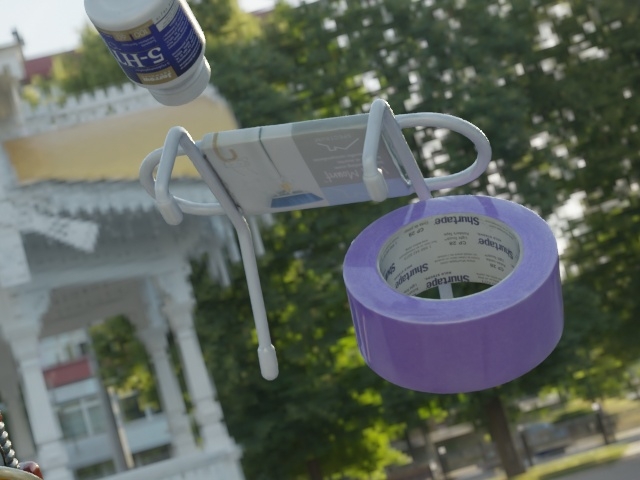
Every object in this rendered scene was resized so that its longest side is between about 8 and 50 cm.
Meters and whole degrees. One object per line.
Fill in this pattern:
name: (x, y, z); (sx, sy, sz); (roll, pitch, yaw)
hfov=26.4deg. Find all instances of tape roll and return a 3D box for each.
tape roll: (0.118, 0.044, 1.206); (0.189, 0.080, 0.189); (-8, 35, 5)

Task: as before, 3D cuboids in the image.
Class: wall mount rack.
wall mount rack: (0.000, 0.000, 1.311); (0.350, 0.130, 0.304); (-6, -36, 20)

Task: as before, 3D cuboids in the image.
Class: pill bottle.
pill bottle: (-0.206, -0.253, 1.691); (0.112, 0.112, 0.186); (-17, -34, 8)

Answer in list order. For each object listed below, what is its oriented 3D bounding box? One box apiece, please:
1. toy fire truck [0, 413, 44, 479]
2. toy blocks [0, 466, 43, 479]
toy fire truck: (-0.385, 0.227, 1.506); (0.159, 0.217, 0.246); (-15, 14, 16)
toy blocks: (-0.212, 0.250, 1.005); (0.123, 0.148, 0.054); (10, -27, 4)
